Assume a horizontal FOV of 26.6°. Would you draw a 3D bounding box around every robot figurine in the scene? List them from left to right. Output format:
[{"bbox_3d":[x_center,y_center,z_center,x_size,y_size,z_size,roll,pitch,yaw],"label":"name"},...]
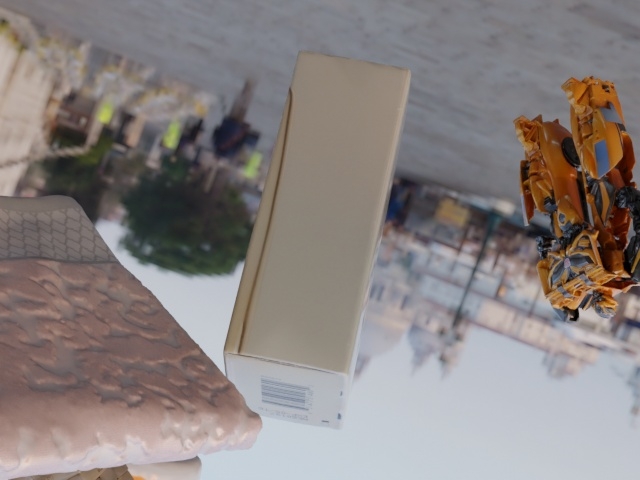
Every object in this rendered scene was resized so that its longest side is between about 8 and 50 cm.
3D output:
[{"bbox_3d":[0.319,-0.043,1.669,0.085,0.291,0.211,10,151,-28],"label":"robot figurine"}]

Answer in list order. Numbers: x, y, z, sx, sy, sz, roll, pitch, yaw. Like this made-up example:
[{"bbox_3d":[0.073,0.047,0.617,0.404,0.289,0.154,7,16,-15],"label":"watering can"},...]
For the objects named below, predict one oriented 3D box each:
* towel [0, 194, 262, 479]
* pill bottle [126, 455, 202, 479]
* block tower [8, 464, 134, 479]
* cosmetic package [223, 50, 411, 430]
[{"bbox_3d":[-0.243,0.063,1.074,0.331,0.053,0.317,3,-144,-51],"label":"towel"},{"bbox_3d":[-0.310,0.454,1.803,0.224,0.392,0.224,15,179,0],"label":"pill bottle"},{"bbox_3d":[-0.329,0.172,1.490,0.335,0.091,0.097,59,-159,-4],"label":"block tower"},{"bbox_3d":[0.000,0.000,1.252,0.113,0.310,0.160,10,154,4],"label":"cosmetic package"}]
